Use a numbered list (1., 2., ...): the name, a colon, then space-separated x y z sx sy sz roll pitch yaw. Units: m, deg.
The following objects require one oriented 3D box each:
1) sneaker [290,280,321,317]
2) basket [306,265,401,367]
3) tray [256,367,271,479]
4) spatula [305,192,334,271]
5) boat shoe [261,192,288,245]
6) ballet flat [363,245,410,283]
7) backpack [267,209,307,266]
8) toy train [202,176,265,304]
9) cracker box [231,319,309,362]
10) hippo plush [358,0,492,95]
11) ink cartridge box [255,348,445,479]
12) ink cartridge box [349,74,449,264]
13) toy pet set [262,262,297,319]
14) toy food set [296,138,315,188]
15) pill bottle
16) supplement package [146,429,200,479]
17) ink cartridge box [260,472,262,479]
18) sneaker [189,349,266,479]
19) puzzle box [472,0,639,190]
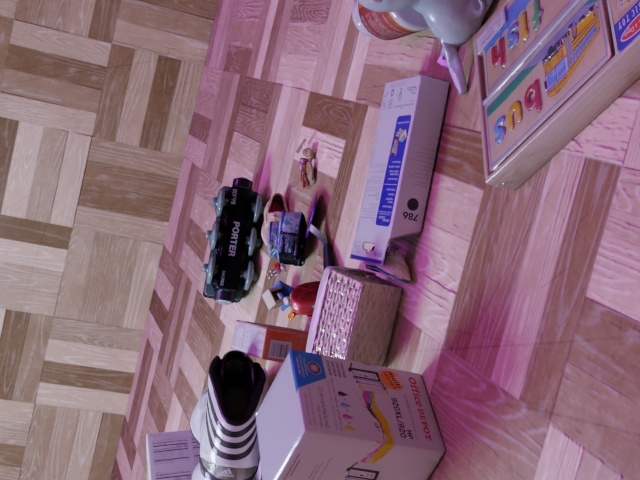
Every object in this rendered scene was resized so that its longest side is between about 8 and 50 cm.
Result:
1. sneaker: 0.012 0.140 1.932 0.087 0.221 0.128 11 104 28
2. basket: 0.060 0.138 1.820 0.103 0.113 0.167 19 98 48
3. tray: -0.143 0.435 2.372 0.145 0.030 0.270 130 145 -55
4. spatula: 0.000 0.000 2.208 0.296 0.030 0.084 -109 29 -54
5. boat shoe: -0.105 -0.047 2.481 0.170 0.063 0.059 -99 22 -46
6. ballet flat: 0.117 0.036 1.831 0.052 0.057 0.168 -69 20 0
7. backpack: -0.074 -0.009 2.306 0.105 0.084 0.114 82 -164 -80
8. toy train: -0.231 0.008 2.711 0.190 0.142 0.334 136 142 -74
9. cracker box: -0.074 0.209 2.113 0.232 0.156 0.067 180 100 -71
10. hippo plush: 0.157 -0.438 1.701 0.234 0.237 0.294 -108 35 -54
11. ink cartridge box: 0.041 0.300 1.627 0.171 0.233 0.168 -103 33 -50
12. ink cartridge box: 0.137 -0.118 1.846 0.165 0.065 0.332 -166 89 -70
13. toy pet set: -0.070 0.117 2.319 0.114 0.065 0.122 -44 68 49
14. toy food set: -0.030 -0.168 2.409 0.078 0.019 0.122 130 138 -54
15. pill bottle: 0.137 -0.432 1.927 0.216 0.121 0.121 -172 93 -70
16. supplement package: -0.286 0.588 2.371 0.262 0.198 0.199 -110 20 -56
17. ink cartridge box: -0.039 0.442 1.986 0.218 0.092 0.158 176 105 -72
18. sneaker: -0.165 0.325 2.145 0.447 0.169 0.257 -108 30 -73
19. puzzle box: 0.332 -0.278 1.404 0.409 0.052 0.272 130 145 -54
